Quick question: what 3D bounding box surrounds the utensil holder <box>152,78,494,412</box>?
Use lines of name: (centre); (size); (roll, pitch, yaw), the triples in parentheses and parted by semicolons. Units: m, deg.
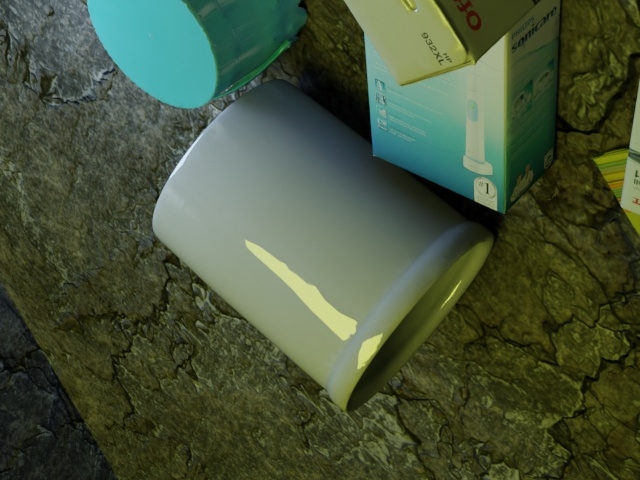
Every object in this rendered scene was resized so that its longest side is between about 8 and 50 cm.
utensil holder: (0.000, 0.000, 2.156); (0.385, 0.327, 0.327); (40, 148, 14)

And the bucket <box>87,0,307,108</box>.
bucket: (-0.181, -0.332, 2.112); (0.281, 0.183, 0.281); (30, 145, 24)

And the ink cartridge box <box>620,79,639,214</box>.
ink cartridge box: (0.439, -0.109, 1.721); (0.153, 0.087, 0.208); (25, 137, 27)

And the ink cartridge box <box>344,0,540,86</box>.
ink cartridge box: (0.151, -0.343, 1.597); (0.129, 0.307, 0.223); (-13, 116, 54)

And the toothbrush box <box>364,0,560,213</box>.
toothbrush box: (0.177, -0.210, 1.890); (0.216, 0.126, 0.295); (26, 144, 30)

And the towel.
towel: (0.440, -0.022, 1.903); (0.102, 0.021, 0.237); (-9, 120, 57)
